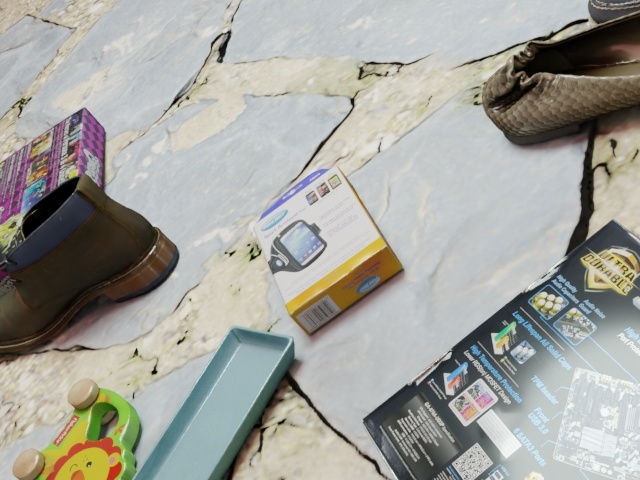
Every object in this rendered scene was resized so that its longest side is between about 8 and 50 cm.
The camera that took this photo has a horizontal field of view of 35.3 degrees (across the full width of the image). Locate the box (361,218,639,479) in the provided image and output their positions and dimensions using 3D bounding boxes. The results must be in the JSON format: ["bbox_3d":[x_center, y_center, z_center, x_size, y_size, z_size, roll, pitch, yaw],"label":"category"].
[{"bbox_3d":[0.136,0.105,0.458,0.175,0.051,0.220,-39,35,1],"label":"box"}]

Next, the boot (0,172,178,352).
[{"bbox_3d":[-0.238,0.019,0.850,0.219,0.106,0.082,-25,37,19],"label":"boot"}]

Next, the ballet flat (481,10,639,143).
[{"bbox_3d":[0.215,-0.125,0.632,0.249,0.058,0.084,-15,43,31],"label":"ballet flat"}]

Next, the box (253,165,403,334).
[{"bbox_3d":[0.000,0.000,0.722,0.081,0.028,0.136,-36,33,6],"label":"box"}]

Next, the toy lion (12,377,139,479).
[{"bbox_3d":[-0.161,0.154,0.700,0.096,0.034,0.100,14,60,41],"label":"toy lion"}]

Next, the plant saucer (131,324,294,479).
[{"bbox_3d":[-0.082,0.140,0.651,0.067,0.018,0.192,5,54,46],"label":"plant saucer"}]

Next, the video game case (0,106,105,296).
[{"bbox_3d":[-0.310,-0.017,1.007,0.210,0.042,0.232,-33,32,11],"label":"video game case"}]

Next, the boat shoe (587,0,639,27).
[{"bbox_3d":[0.268,-0.197,0.657,0.206,0.065,0.075,-16,41,31],"label":"boat shoe"}]
